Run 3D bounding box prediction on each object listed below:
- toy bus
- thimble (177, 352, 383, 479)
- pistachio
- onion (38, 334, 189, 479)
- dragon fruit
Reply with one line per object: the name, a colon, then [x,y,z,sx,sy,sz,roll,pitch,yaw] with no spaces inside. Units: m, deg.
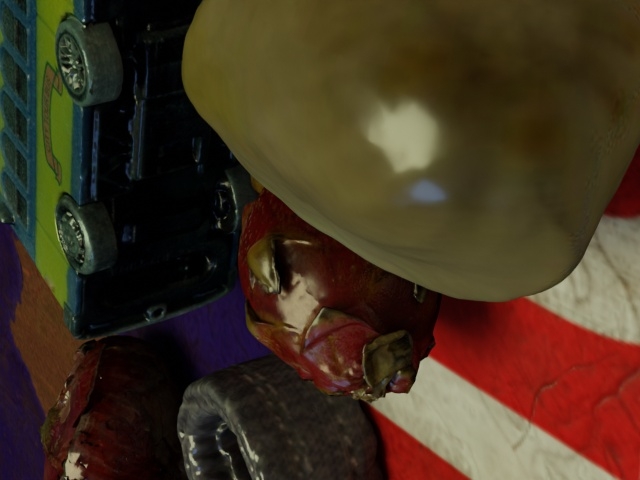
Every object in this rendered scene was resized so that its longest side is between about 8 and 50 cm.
toy bus: [-0.142,-0.102,0.982,0.190,0.152,0.312,47,142,37]
thimble: [-0.031,0.154,0.981,0.150,0.097,0.150,35,133,49]
pistachio: [0.046,-0.071,0.656,0.288,0.166,0.197,23,135,63]
onion: [-0.174,0.179,1.226,0.184,0.147,0.184,-58,14,24]
dragon fruit: [0.000,0.000,0.837,0.125,0.125,0.246,-60,24,15]
